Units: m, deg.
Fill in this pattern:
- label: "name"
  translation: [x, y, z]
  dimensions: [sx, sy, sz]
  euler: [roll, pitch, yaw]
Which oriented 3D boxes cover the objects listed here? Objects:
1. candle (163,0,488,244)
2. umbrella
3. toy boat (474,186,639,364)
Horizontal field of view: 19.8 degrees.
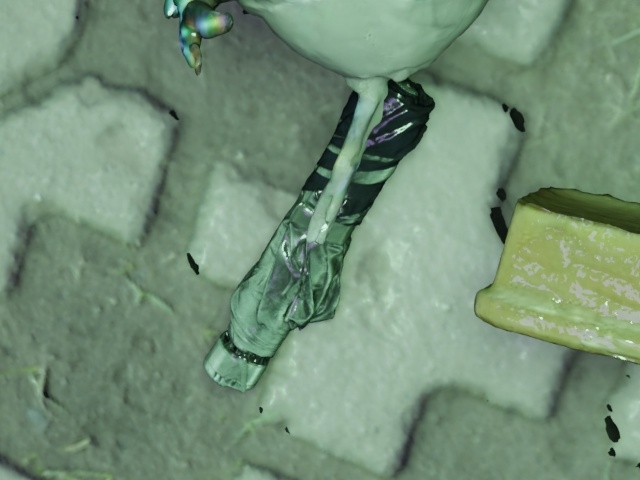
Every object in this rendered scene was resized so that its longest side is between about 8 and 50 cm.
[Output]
- label: "candle"
  translation: [0.017, -0.165, 0.788]
  dimensions: [0.187, 0.187, 0.330]
  euler: [-5, 90, 20]
- label: "umbrella"
  translation: [0.000, 0.000, 0.930]
  dimensions: [0.050, 0.046, 0.188]
  euler: [33, 110, 5]
- label: "toy boat"
  translation: [0.173, 0.024, 0.842]
  dimensions: [0.188, 0.116, 0.061]
  euler: [14, 99, 17]
